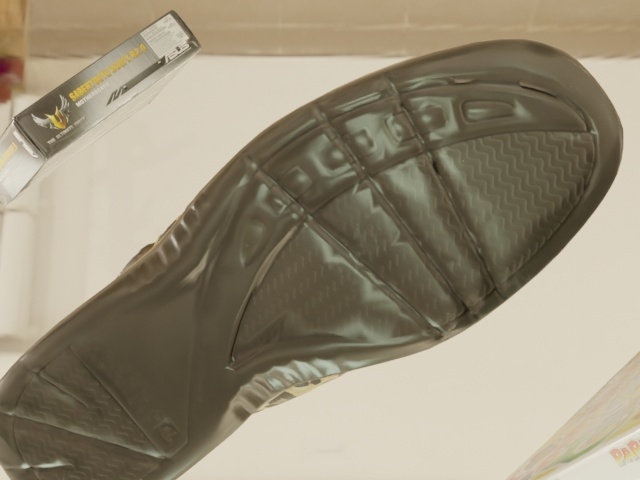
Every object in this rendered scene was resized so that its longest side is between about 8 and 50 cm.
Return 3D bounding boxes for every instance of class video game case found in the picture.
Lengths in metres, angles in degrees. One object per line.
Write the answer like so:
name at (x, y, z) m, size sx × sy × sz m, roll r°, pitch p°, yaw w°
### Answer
video game case at (0.190, 0.039, 0.528) m, size 0.227 × 0.026 × 0.206 m, roll -33°, pitch 171°, yaw -40°

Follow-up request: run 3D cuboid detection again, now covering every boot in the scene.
boot at (0.000, 0.000, 0.722) m, size 0.377 × 0.138 × 0.284 m, roll -37°, pitch -176°, yaw 17°

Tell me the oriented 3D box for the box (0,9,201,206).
box at (-0.257, -0.145, 1.317) m, size 0.056 × 0.231 × 0.183 m, roll 52°, pitch 150°, yaw -6°
